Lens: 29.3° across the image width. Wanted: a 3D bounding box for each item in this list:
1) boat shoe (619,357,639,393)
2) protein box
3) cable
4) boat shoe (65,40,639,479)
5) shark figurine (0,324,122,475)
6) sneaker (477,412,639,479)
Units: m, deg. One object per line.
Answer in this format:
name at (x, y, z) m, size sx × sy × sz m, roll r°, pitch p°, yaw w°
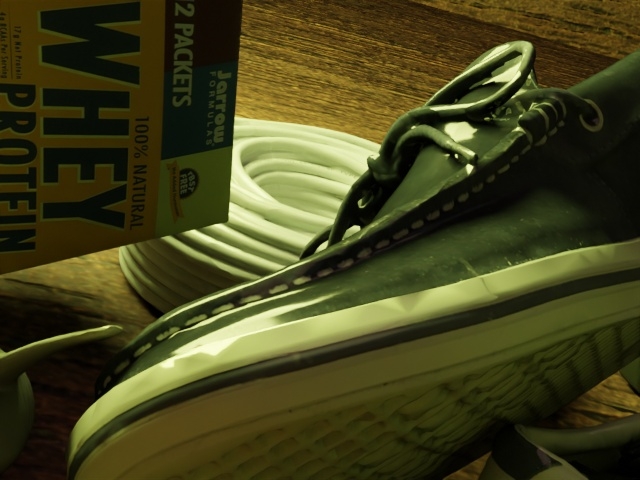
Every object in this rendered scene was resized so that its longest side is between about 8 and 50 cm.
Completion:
boat shoe at (0.325, 0.098, 0.738) m, size 0.120 × 0.123 × 0.324 m, roll 6°, pitch 23°, yaw -37°
protein box at (-0.178, -0.086, 0.605) m, size 0.201 × 0.136 × 0.200 m, roll -15°, pitch 33°, yaw -35°
cable at (0.000, 0.000, 0.778) m, size 0.257 × 0.089 × 0.257 m, roll 32°, pitch 24°, yaw 33°
boat shoe at (0.079, 0.003, 0.584) m, size 0.500 × 0.187 × 0.156 m, roll -21°, pitch 69°, yaw -42°
shark figurine at (-0.172, 0.086, 0.391) m, size 0.166 × 0.116 × 0.278 m, roll -11°, pitch -8°, yaw 34°
sneaker at (0.179, 0.128, 0.568) m, size 0.258 × 0.091 × 0.094 m, roll 4°, pitch 23°, yaw -32°
